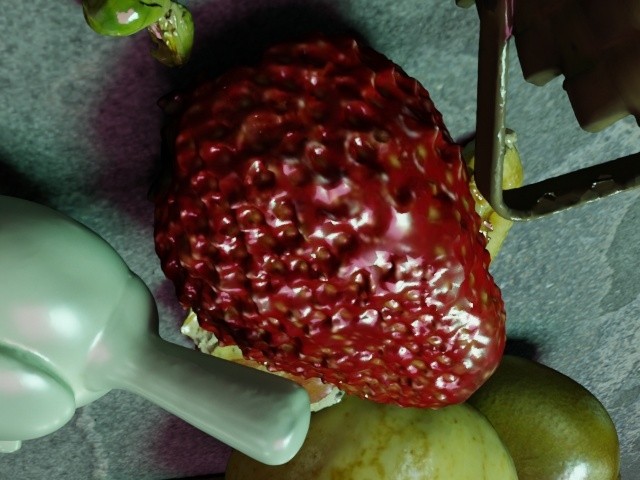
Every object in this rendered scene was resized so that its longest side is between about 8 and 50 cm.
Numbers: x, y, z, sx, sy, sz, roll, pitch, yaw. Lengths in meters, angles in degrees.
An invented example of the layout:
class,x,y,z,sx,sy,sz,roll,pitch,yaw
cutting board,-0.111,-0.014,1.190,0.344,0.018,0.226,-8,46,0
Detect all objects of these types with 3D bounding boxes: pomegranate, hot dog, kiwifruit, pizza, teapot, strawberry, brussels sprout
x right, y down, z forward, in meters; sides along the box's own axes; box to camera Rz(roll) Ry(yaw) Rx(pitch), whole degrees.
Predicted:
class,x,y,z,sx,sy,sz,roll,pitch,yaw
pomegranate,0.055,0.278,1.021,0.342,0.342,0.342,-16,143,-12
hot dog,-0.051,0.094,0.879,0.146,0.103,0.213,-9,137,13
kiwifruit,0.270,0.256,1.148,0.196,0.234,0.196,-46,156,-28
pizza,0.100,0.005,0.885,0.197,0.058,0.292,0,137,-29
teapot,-0.180,0.064,0.629,0.318,0.149,0.220,-7,145,27
strawberry,0.004,-0.001,0.668,0.261,0.258,0.261,-12,151,-7
brussels sprout,-0.114,-0.147,0.585,0.051,0.046,0.083,-45,150,19

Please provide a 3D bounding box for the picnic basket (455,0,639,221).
class,x,y,z,sx,sy,sz,roll,pitch,yaw
picnic basket,0.221,-0.160,0.549,0.254,0.291,0.321,-17,135,-11

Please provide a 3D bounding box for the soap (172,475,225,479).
class,x,y,z,sx,sy,sz,roll,pitch,yaw
soap,-0.176,0.380,1.104,0.257,0.160,0.080,4,133,-36
